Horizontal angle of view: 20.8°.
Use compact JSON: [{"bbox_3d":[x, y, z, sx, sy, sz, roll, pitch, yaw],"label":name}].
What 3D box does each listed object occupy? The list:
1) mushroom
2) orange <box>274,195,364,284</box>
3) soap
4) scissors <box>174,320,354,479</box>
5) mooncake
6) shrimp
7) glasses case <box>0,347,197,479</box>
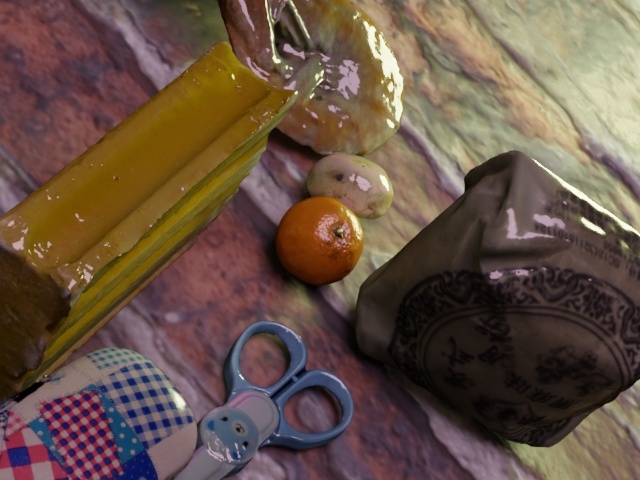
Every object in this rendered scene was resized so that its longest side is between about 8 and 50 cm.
[{"bbox_3d":[0.027,-0.047,1.654,0.083,0.067,0.083,22,17,-7],"label":"mushroom"},{"bbox_3d":[-0.001,0.001,1.598,0.083,0.083,0.083,15,55,-23],"label":"orange"},{"bbox_3d":[-0.165,-0.017,1.434,0.091,0.199,0.315,41,50,3],"label":"soap"},{"bbox_3d":[-0.079,0.167,1.477,0.125,0.030,0.256,46,49,6],"label":"scissors"},{"bbox_3d":[0.184,0.065,1.556,0.254,0.250,0.136,27,49,-16],"label":"mooncake"},{"bbox_3d":[-0.042,-0.195,1.679,0.317,0.077,0.168,32,57,-24],"label":"shrimp"},{"bbox_3d":[-0.231,0.193,1.333,0.327,0.076,0.125,-33,77,-37],"label":"glasses case"}]
